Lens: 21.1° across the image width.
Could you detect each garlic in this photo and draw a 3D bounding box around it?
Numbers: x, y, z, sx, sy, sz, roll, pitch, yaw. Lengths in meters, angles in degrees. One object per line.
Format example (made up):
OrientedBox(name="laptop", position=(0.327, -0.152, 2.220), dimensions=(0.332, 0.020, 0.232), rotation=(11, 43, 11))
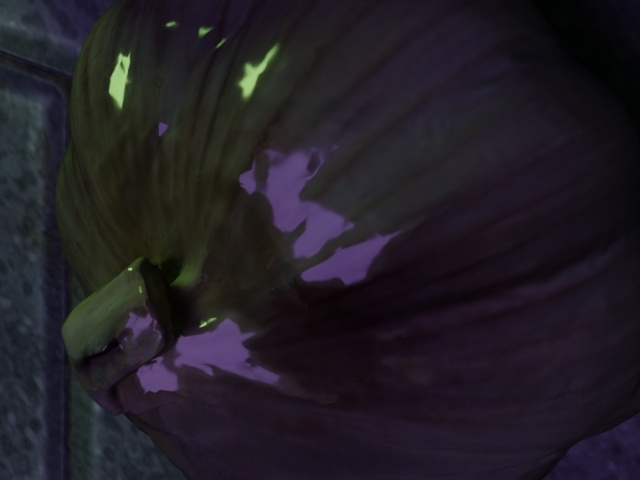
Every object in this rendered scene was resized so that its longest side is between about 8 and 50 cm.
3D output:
OrientedBox(name="garlic", position=(0.010, -0.008, 0.809), dimensions=(0.322, 0.241, 0.322), rotation=(4, 106, 13))
